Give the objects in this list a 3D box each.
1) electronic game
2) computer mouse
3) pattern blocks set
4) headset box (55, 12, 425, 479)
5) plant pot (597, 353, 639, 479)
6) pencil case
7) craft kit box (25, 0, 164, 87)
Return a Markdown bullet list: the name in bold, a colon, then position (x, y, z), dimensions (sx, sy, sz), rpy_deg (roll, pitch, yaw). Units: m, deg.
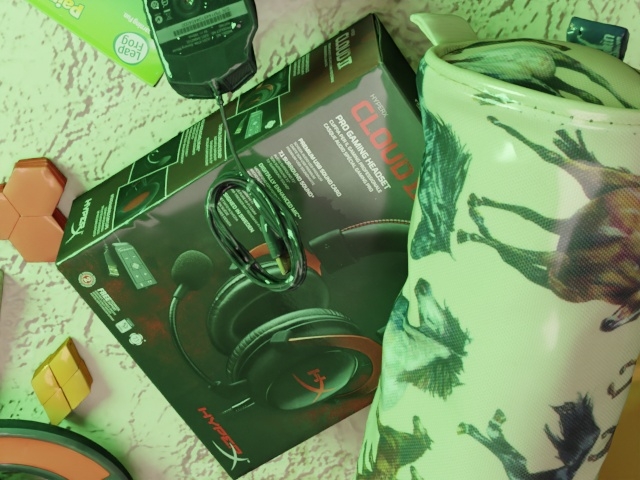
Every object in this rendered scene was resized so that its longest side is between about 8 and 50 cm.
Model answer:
- **electronic game**: position (-0.252, 0.231, 1.200), dimensions (0.229, 0.048, 0.229), rpy_deg (-6, 125, -8)
- **computer mouse**: position (-0.056, -0.083, 0.971), dimensions (0.071, 0.041, 0.242), rpy_deg (-14, 94, 13)
- **pattern blocks set**: position (-0.316, 0.084, 1.154), dimensions (0.285, 0.026, 0.325), rpy_deg (2, 118, -2)
- **headset box**: position (0.000, 0.000, 1.072), dimensions (0.293, 0.110, 0.218), rpy_deg (-30, 114, 13)
- **plant pot**: position (0.255, 0.234, 1.149), dimensions (0.290, 0.203, 0.291), rpy_deg (-1, 117, -2)
- **pencil case**: position (0.106, 0.068, 0.962), dimensions (0.159, 0.183, 0.410), rpy_deg (-7, 121, -32)
- **craft kit box**: position (-0.135, -0.263, 0.967), dimensions (0.250, 0.061, 0.247), rpy_deg (35, 109, -17)
